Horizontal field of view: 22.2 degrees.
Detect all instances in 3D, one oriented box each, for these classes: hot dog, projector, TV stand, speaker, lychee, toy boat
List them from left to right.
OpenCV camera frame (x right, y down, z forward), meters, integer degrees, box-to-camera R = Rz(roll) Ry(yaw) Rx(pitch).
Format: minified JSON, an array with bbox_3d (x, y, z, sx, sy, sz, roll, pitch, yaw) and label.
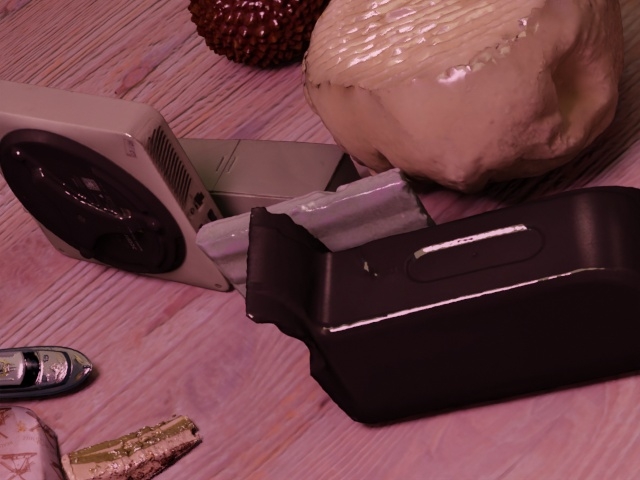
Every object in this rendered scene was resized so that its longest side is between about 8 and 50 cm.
[{"bbox_3d":[-0.313,0.243,1.651,0.108,0.059,0.191,-3,39,-11],"label":"hot dog"},{"bbox_3d":[-0.309,0.141,1.751,0.141,0.060,0.055,-5,73,15],"label":"toy boat"},{"bbox_3d":[-0.236,-0.053,1.741,0.259,0.257,0.079,11,57,33],"label":"projector"},{"bbox_3d":[-0.089,-0.055,1.794,0.270,0.088,0.082,5,53,28],"label":"TV stand"},{"bbox_3d":[-0.071,-0.293,1.940,0.188,0.188,0.188,-14,47,15],"label":"lychee"},{"bbox_3d":[0.142,0.036,1.532,0.388,0.184,0.180,-14,46,14],"label":"speaker"}]

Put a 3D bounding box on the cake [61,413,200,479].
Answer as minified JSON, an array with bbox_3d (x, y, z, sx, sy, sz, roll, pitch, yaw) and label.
[{"bbox_3d":[-0.188,0.222,1.641,0.140,0.055,0.051,-19,41,-15],"label":"cake"}]

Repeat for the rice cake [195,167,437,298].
[{"bbox_3d":[0.000,0.000,1.660,0.237,0.127,0.043,-18,40,21],"label":"rice cake"}]

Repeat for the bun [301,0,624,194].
[{"bbox_3d":[0.158,-0.178,1.703,0.360,0.211,0.359,-20,35,15],"label":"bun"}]
